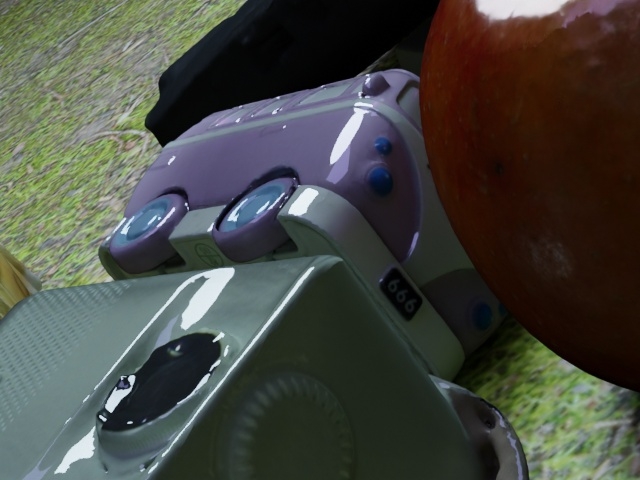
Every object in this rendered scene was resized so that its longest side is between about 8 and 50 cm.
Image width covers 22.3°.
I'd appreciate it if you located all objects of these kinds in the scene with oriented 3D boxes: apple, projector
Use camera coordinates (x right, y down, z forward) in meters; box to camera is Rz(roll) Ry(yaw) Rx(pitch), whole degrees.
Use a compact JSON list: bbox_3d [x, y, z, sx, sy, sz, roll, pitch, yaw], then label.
[{"bbox_3d":[0.152,-0.046,0.648,0.218,0.201,0.218,-22,24,11],"label":"apple"},{"bbox_3d":[-0.039,0.114,0.624,0.242,0.177,0.163,-5,39,50],"label":"projector"}]

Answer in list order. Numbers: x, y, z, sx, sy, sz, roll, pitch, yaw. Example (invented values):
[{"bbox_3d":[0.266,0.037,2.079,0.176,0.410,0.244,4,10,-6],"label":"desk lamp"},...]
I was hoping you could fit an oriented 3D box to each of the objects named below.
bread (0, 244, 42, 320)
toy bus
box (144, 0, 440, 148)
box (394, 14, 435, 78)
[{"bbox_3d":[-0.299,0.098,1.113,0.241,0.107,0.136,-34,25,4],"label":"bread"},{"bbox_3d":[0.000,0.000,0.840,0.202,0.142,0.142,-7,36,51],"label":"toy bus"},{"bbox_3d":[0.066,-0.199,1.049,0.359,0.091,0.350,-44,4,-37],"label":"box"},{"bbox_3d":[0.174,-0.158,1.007,0.233,0.067,0.149,-39,21,-11],"label":"box"}]
